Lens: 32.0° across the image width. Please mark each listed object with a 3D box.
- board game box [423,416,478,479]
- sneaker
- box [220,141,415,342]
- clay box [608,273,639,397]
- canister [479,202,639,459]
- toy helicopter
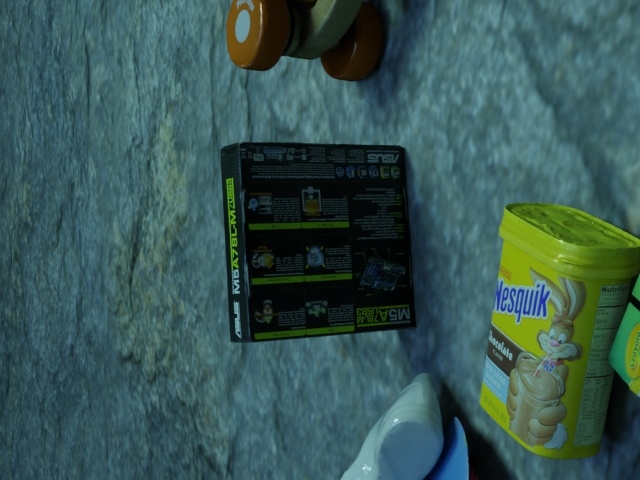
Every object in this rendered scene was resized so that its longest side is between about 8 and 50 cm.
[{"bbox_3d":[0.117,0.243,1.021,0.169,0.033,0.133,120,161,-55],"label":"board game box"},{"bbox_3d":[0.064,0.217,1.077,0.212,0.080,0.094,-60,8,33],"label":"sneaker"},{"bbox_3d":[0.000,0.000,1.060,0.045,0.190,0.184,-3,90,57],"label":"box"},{"bbox_3d":[0.288,0.088,0.714,0.222,0.053,0.127,48,131,49],"label":"clay box"},{"bbox_3d":[0.181,0.068,0.865,0.126,0.073,0.170,-139,51,-64],"label":"canister"},{"bbox_3d":[-0.041,-0.335,1.169,0.355,0.140,0.235,54,133,47],"label":"toy helicopter"}]
